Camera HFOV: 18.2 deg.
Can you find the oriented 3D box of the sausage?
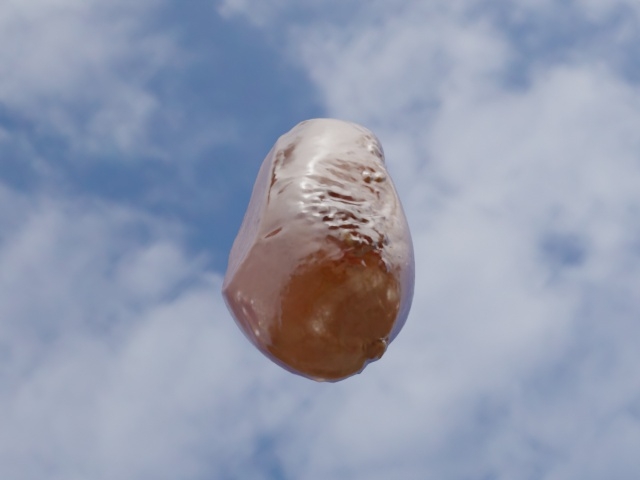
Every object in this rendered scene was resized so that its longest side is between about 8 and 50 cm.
[{"bbox_3d":[0.000,0.000,0.921,0.089,0.179,0.089,0,-64,0],"label":"sausage"}]
